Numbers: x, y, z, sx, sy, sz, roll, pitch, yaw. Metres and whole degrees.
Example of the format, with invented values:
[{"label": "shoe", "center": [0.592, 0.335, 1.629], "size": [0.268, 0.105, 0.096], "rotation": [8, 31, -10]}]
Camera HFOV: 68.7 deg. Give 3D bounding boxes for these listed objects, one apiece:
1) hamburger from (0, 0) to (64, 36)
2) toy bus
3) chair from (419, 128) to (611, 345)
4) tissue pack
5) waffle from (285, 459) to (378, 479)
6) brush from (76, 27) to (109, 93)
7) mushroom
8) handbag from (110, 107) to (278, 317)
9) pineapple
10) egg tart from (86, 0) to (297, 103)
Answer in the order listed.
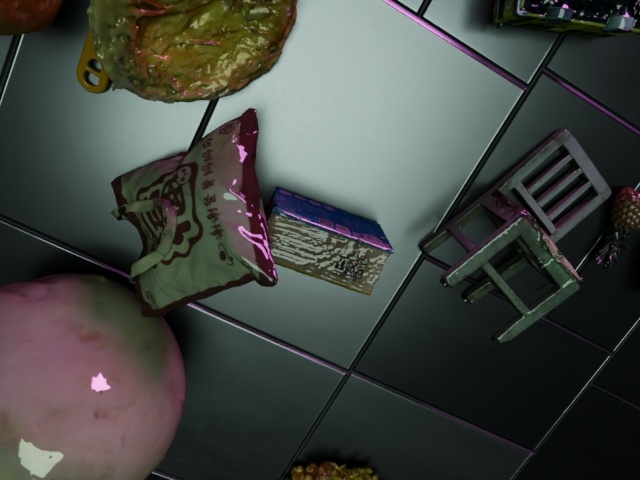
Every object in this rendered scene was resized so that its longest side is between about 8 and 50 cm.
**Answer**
[{"label": "hamburger", "center": [-0.350, -0.340, 0.417], "size": [0.158, 0.319, 0.319], "rotation": [10, 107, -1]}, {"label": "toy bus", "center": [0.303, -0.299, 0.569], "size": [0.174, 0.101, 0.088], "rotation": [3, 108, -10]}, {"label": "chair", "center": [0.290, -0.009, 0.641], "size": [0.270, 0.147, 0.136], "rotation": [-40, 105, 11]}, {"label": "tissue pack", "center": [0.000, 0.000, 0.639], "size": [0.169, 0.120, 0.082], "rotation": [19, 108, -11]}, {"label": "waffle", "center": [0.018, 0.472, 0.821], "size": [0.192, 0.070, 0.197], "rotation": [12, 107, -7]}, {"label": "brush", "center": [-0.237, -0.289, 0.545], "size": [0.103, 0.013, 0.272], "rotation": [30, 122, -11]}, {"label": "mushroom", "center": [-0.351, 0.223, 0.637], "size": [0.314, 0.315, 0.336], "rotation": [33, 129, -13]}, {"label": "handbag", "center": [-0.157, -0.024, 0.576], "size": [0.234, 0.127, 0.213], "rotation": [-18, 78, 26]}, {"label": "pineapple", "center": [0.442, -0.014, 0.700], "size": [0.058, 0.058, 0.125], "rotation": [20, 112, -10]}, {"label": "egg tart", "center": [-0.139, -0.260, 0.522], "size": [0.252, 0.232, 0.099], "rotation": [-31, 68, -7]}]
